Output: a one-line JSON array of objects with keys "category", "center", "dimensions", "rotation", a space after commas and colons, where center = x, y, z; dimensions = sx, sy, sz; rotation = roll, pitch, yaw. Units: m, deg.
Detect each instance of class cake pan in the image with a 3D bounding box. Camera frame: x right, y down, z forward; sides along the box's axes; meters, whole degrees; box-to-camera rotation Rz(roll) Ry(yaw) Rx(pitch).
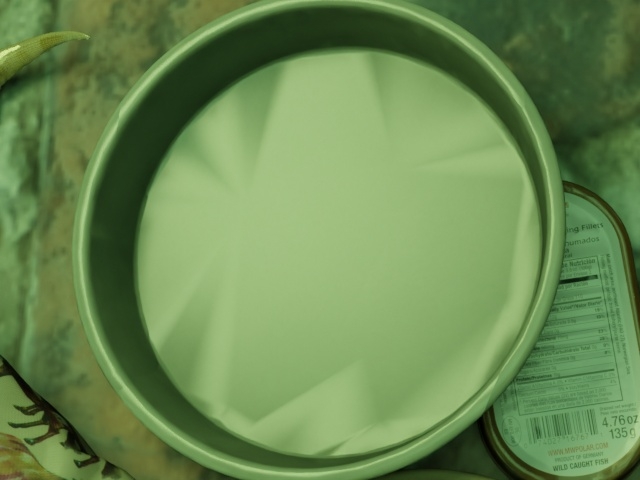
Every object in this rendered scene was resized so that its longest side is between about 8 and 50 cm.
[{"category": "cake pan", "center": [0.000, 0.000, 1.088], "dimensions": [0.293, 0.054, 0.293], "rotation": [-3, 76, 14]}]

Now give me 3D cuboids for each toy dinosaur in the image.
[{"category": "toy dinosaur", "center": [-0.234, -0.097, 1.163], "dimensions": [0.183, 0.053, 0.092], "rotation": [-39, 92, 3]}]

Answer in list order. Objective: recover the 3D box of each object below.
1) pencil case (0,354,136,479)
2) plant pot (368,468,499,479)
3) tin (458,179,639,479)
[{"category": "pencil case", "center": [-0.257, 0.082, 1.049], "dimensions": [0.160, 0.183, 0.410], "rotation": [-43, 78, -5]}, {"category": "plant pot", "center": [0.054, 0.243, 0.960], "dimensions": [0.263, 0.229, 0.263], "rotation": [-1, 78, 5]}, {"category": "tin", "center": [0.139, 0.056, 1.094], "dimensions": [0.106, 0.040, 0.189], "rotation": [-8, 76, -1]}]
